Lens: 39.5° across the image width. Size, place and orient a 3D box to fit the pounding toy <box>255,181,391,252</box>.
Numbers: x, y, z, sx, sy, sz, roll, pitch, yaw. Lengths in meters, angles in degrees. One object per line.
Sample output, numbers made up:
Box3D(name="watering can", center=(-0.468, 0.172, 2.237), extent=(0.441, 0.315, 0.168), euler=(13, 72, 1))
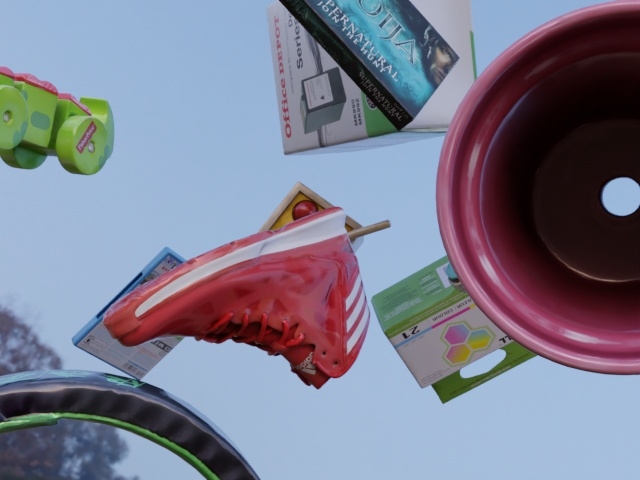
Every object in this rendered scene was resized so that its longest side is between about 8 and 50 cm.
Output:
Box3D(name="pounding toy", center=(0.000, 0.000, 1.180), extent=(0.141, 0.130, 0.100), euler=(35, -11, 11))

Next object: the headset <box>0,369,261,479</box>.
Box3D(name="headset", center=(-0.114, 0.261, 0.411), extent=(0.244, 0.393, 0.185), euler=(-9, 4, -15))

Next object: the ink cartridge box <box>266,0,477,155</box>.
Box3D(name="ink cartridge box", center=(0.055, -0.220, 1.098), extent=(0.122, 0.211, 0.289), euler=(-7, 2, -29))

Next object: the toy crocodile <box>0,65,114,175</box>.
Box3D(name="toy crocodile", center=(-0.329, -0.138, 0.947), extent=(0.115, 0.105, 0.340), euler=(7, -4, 25))

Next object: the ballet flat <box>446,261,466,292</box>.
Box3D(name="ballet flat", center=(0.193, -0.018, 0.947), extent=(0.052, 0.168, 0.057), euler=(26, 12, -24))

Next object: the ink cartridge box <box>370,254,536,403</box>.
Box3D(name="ink cartridge box", center=(0.220, 0.150, 1.326), extent=(0.189, 0.097, 0.255), euler=(-30, -60, 8))

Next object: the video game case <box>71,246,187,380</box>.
Box3D(name="video game case", center=(-0.210, 0.094, 1.113), extent=(0.119, 0.166, 0.015), euler=(41, 7, -43))

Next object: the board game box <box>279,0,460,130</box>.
Box3D(name="board game box", center=(0.044, -0.208, 0.844), extent=(0.186, 0.126, 0.026), euler=(46, -42, -10))

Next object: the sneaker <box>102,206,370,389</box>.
Box3D(name="sneaker", center=(-0.040, 0.061, 0.648), extent=(0.087, 0.221, 0.128), euler=(-24, -91, 53))

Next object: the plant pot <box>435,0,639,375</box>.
Box3D(name="plant pot", center=(0.184, -0.027, 0.548), extent=(0.202, 0.201, 0.180), euler=(14, 3, 17))
